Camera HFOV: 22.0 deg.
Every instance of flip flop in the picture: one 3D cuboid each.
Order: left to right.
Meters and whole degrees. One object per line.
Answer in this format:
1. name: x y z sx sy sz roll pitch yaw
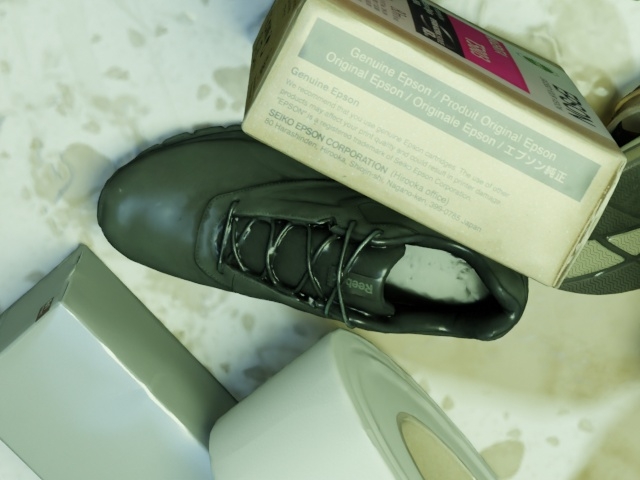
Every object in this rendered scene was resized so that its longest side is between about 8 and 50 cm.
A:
1. flip flop: 0.234 -0.071 1.046 0.277 0.080 0.112 -44 132 -4

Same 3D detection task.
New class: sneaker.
1. sneaker: 0.000 0.000 1.036 0.286 0.130 0.109 8 108 -2

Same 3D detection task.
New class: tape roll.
1. tape roll: 0.059 0.194 1.016 0.100 0.286 0.286 -39 103 9

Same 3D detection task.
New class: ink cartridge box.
1. ink cartridge box: 0.058 -0.083 0.956 0.193 0.235 0.088 25 105 -9

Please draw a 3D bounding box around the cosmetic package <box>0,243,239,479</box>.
1. cosmetic package: -0.115 0.129 1.074 0.107 0.127 0.238 -43 101 11
